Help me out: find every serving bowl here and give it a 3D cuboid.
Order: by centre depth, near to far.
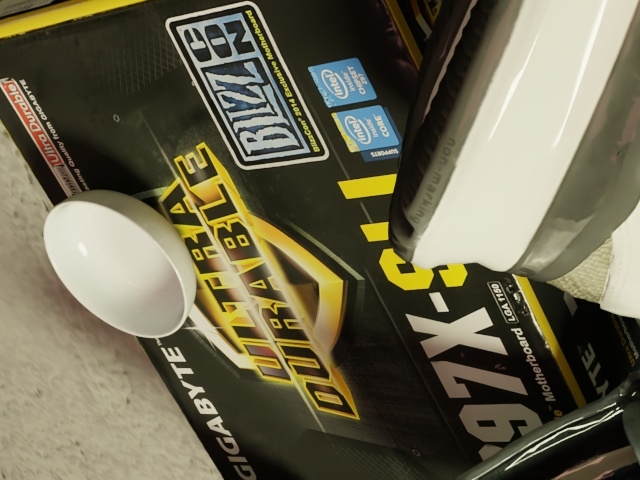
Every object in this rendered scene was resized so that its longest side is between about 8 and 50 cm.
[{"bbox_3d":[-0.093,0.007,0.704,0.083,0.027,0.083,21,137,21],"label":"serving bowl"}]

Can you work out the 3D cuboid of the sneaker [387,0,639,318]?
[{"bbox_3d":[0.204,-0.131,0.412,0.257,0.169,0.447,18,134,-4],"label":"sneaker"}]

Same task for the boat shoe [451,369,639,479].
[{"bbox_3d":[0.154,0.100,0.576,0.319,0.116,0.099,-31,133,22],"label":"boat shoe"}]

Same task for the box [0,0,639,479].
[{"bbox_3d":[0.000,0.000,0.708,0.257,0.079,0.322,-6,123,38],"label":"box"}]
